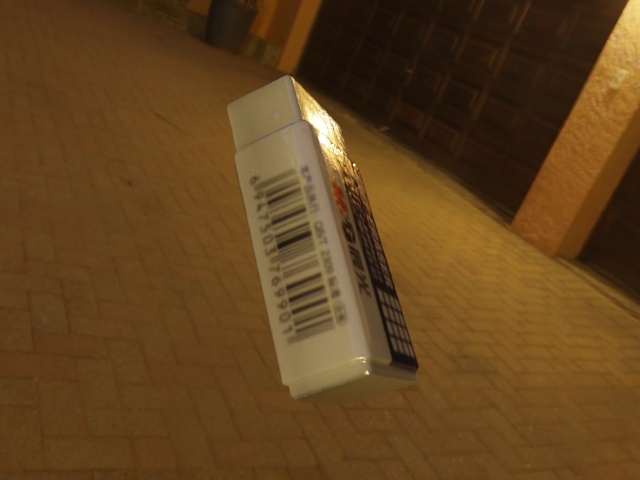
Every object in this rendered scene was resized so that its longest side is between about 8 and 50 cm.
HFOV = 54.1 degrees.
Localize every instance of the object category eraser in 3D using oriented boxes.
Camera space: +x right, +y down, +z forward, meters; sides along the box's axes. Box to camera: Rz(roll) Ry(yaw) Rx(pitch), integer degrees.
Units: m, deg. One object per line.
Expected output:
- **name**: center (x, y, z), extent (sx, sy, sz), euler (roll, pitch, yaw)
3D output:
- **eraser**: center (0.000, 0.000, 0.564), extent (0.124, 0.081, 0.279), euler (29, 42, -59)
